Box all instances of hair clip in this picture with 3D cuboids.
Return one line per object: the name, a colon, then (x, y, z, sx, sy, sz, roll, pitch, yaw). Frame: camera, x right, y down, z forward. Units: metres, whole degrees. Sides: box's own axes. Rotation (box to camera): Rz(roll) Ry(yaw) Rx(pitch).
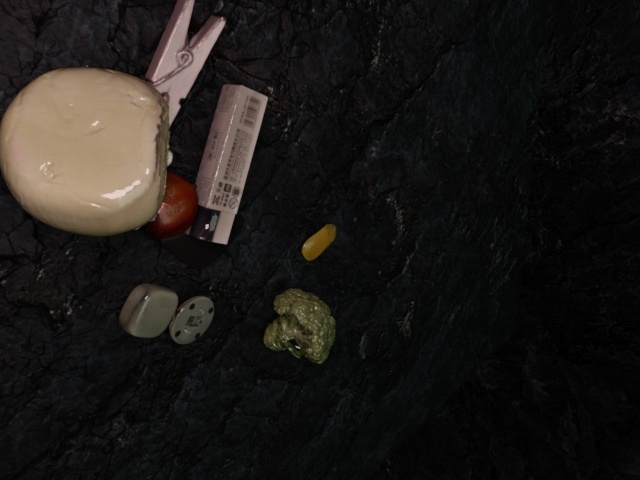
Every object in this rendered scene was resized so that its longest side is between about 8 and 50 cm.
hair clip: (-0.340, -0.398, 1.137, 0.101, 0.085, 0.330, 20, 103, -45)

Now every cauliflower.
cauliflower: (-0.076, 0.309, 1.708, 0.251, 0.275, 0.272, -21, 170, 9)

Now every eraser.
eraser: (-0.249, -0.197, 1.288, 0.098, 0.096, 0.403, 13, 96, -45)

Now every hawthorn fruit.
hawthorn fruit: (-0.380, -0.096, 1.210, 0.188, 0.169, 0.169, -42, 135, -27)

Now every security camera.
security camera: (-0.426, 0.208, 1.390, 0.302, 0.080, 0.157, 27, 89, -58)

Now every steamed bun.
steamed bun: (-0.467, -0.171, 1.008, 0.312, 0.233, 0.333, 12, 70, -10)

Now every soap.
soap: (0.000, 0.000, 1.710, 0.168, 0.033, 0.089, -45, 138, -18)

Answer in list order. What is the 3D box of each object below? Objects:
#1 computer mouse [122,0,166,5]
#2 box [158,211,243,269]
computer mouse: (-0.358, -0.614, 1.009, 0.147, 0.088, 0.264, 9, 107, -43)
box: (-0.330, -0.033, 1.373, 0.212, 0.042, 0.201, -52, 137, -11)
